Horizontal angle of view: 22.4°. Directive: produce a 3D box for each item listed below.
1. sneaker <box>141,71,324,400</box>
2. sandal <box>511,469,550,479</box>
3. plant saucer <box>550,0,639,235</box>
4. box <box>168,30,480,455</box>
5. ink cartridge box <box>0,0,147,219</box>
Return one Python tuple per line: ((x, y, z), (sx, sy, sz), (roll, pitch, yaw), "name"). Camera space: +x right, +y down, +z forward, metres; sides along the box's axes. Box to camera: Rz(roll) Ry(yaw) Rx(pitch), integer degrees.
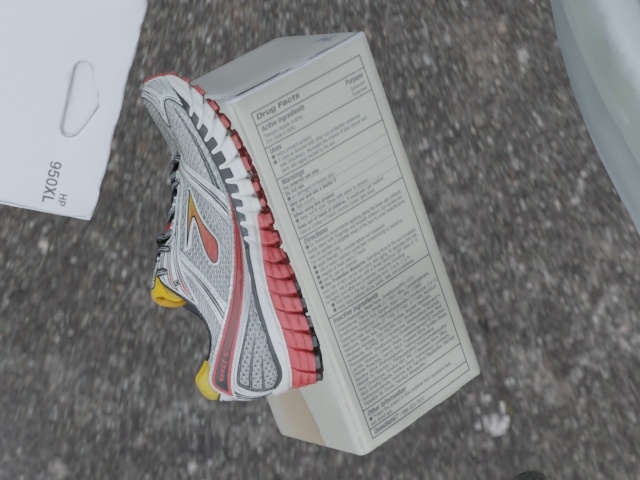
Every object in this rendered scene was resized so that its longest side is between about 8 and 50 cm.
((-0.074, -0.003, 1.037), (0.093, 0.088, 0.225), (-20, 78, -1), "sneaker")
((0.234, 0.358, 1.644), (0.086, 0.120, 0.302), (-9, 118, 0), "sandal")
((0.220, -0.028, 0.613), (0.400, 0.400, 0.100), (32, 132, -13), "plant saucer")
((0.000, 0.000, 1.309), (0.148, 0.121, 0.311), (-30, 110, -31), "box")
((-0.270, -0.253, 1.655), (0.166, 0.395, 0.285), (11, 124, -11), "ink cartridge box")
